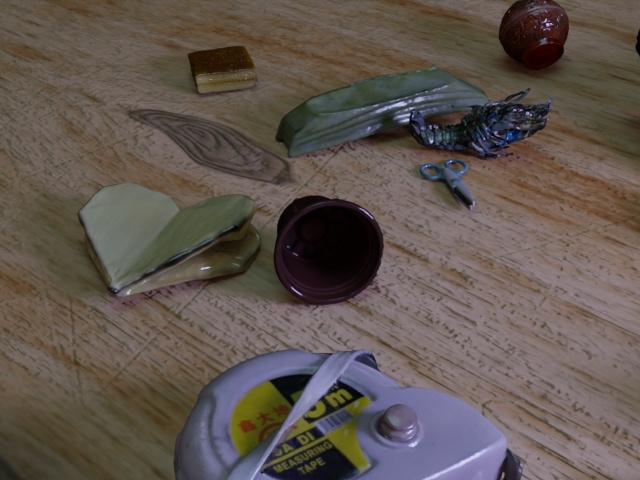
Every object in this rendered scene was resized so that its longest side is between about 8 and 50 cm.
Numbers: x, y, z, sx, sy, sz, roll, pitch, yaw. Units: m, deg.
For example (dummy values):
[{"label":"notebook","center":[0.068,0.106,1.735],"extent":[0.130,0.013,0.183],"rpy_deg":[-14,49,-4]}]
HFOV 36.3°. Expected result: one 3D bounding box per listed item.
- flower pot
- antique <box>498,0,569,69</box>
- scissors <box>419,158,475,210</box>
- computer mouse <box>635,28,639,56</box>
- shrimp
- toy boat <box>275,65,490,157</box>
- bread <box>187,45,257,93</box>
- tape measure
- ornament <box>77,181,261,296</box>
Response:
[{"label":"flower pot","center":[0.000,0.000,0.994],"extent":[0.111,0.111,0.089],"rpy_deg":[-11,19,-9]},{"label":"antique","center":[0.304,-0.300,1.390],"extent":[0.104,0.104,0.104],"rpy_deg":[-3,34,2]},{"label":"scissors","center":[0.157,-0.067,1.138],"extent":[0.058,0.014,0.119],"rpy_deg":[-12,31,-9]},{"label":"computer mouse","center":[0.495,-0.201,1.204],"extent":[0.269,0.086,0.137],"rpy_deg":[2,19,-36]},{"label":"shrimp","center":[0.196,-0.142,1.195],"extent":[0.174,0.076,0.082],"rpy_deg":[-3,58,16]},{"label":"toy boat","center":[0.084,-0.176,1.271],"extent":[0.292,0.055,0.093],"rpy_deg":[-15,38,-16]},{"label":"bread","center":[-0.142,-0.249,1.421],"extent":[0.090,0.035,0.094],"rpy_deg":[-10,34,-10]},{"label":"tape measure","center":[-0.005,0.164,0.719],"extent":[0.236,0.120,0.197],"rpy_deg":[-20,43,-30]},{"label":"ornament","center":[-0.178,0.004,1.039],"extent":[0.201,0.059,0.180],"rpy_deg":[7,37,21]}]
